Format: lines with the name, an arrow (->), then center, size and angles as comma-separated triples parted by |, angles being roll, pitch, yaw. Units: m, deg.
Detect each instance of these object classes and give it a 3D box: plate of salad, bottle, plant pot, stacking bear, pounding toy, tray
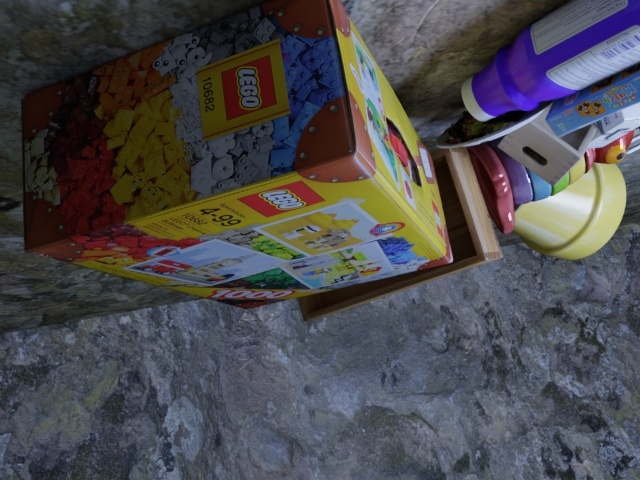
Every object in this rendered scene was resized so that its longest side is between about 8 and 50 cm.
plate of salad -> 0.262, -0.196, 0.961 | 0.200, 0.048, 0.200 | -26, -163, 8
bottle -> 0.303, -0.231, 0.785 | 0.118, 0.092, 0.283 | 0, 165, -38
plant pot -> 0.489, -0.100, 1.410 | 0.239, 0.253, 0.254 | 12, 160, -27
stacking bear -> 0.435, -0.162, 1.180 | 0.289, 0.164, 0.175 | -23, 138, 5
pounding toy -> 0.353, -0.173, 1.039 | 0.130, 0.141, 0.100 | -47, 171, -40
tray -> 0.111, 0.000, 1.184 | 0.411, 0.202, 0.076 | -23, 168, 37

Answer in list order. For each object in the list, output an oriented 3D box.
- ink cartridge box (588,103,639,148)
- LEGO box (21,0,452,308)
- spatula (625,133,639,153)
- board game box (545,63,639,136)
ink cartridge box -> 0.467, -0.218, 1.043 | 0.056, 0.099, 0.135 | -9, 169, -12
LEGO box -> -0.063, -0.064, 0.845 | 0.373, 0.193, 0.500 | -14, 163, 18
spatula -> 0.709, -0.218, 1.326 | 0.242, 0.019, 0.168 | -26, -167, -17
board game box -> 0.405, -0.229, 0.813 | 0.212, 0.039, 0.160 | -21, -152, 50
